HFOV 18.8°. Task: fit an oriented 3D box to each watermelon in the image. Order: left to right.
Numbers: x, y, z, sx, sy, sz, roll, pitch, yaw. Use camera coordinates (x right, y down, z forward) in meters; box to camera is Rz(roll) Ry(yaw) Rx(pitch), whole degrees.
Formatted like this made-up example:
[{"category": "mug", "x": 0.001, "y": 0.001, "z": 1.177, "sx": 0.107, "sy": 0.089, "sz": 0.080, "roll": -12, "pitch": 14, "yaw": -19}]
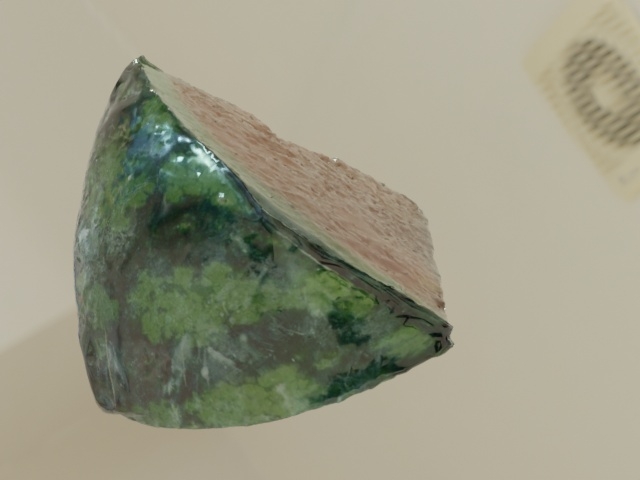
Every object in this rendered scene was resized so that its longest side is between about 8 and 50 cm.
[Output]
[{"category": "watermelon", "x": -0.011, "y": -0.008, "z": 0.929, "sx": 0.207, "sy": 0.202, "sz": 0.136, "roll": 12, "pitch": -47, "yaw": 31}]
